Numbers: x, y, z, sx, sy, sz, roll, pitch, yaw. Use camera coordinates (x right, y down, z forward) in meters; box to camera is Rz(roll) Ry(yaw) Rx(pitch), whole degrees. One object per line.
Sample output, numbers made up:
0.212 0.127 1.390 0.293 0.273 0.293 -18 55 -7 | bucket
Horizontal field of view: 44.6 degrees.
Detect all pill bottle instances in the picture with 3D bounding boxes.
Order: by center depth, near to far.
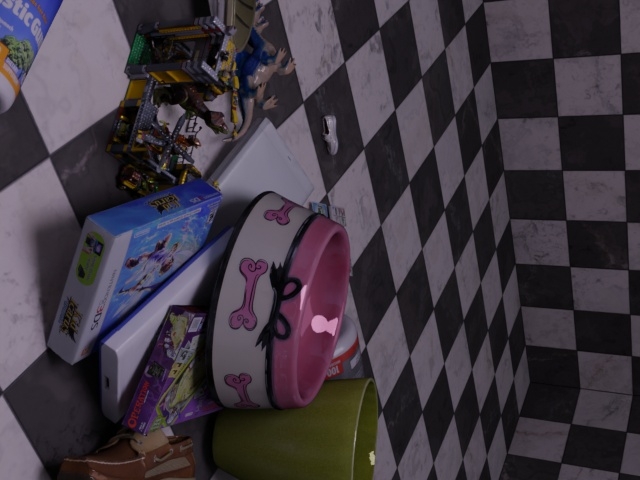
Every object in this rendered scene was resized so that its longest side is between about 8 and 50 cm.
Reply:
-0.412 -0.308 0.985 0.152 0.152 0.271 48 52 -53 | pill bottle
0.005 0.356 1.765 0.210 0.210 0.362 -45 131 -52 | pill bottle

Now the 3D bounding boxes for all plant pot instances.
-0.053 0.396 1.548 0.275 0.294 0.274 3 90 -76 | plant pot

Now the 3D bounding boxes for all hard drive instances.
-0.248 0.137 1.320 0.318 0.040 0.210 -47 161 -41 | hard drive
-0.145 -0.064 1.537 0.307 0.040 0.203 -57 130 -28 | hard drive

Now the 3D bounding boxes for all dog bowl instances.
-0.060 0.122 1.424 0.408 0.151 0.407 11 90 -76 | dog bowl

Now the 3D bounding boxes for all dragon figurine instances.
-0.148 -0.329 1.549 0.289 0.144 0.085 -65 152 -1 | dragon figurine

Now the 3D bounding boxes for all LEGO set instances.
-0.207 -0.221 1.334 0.255 0.192 0.331 50 50 -52 | LEGO set
0.000 0.000 1.926 0.244 0.060 0.182 7 74 -63 | LEGO set

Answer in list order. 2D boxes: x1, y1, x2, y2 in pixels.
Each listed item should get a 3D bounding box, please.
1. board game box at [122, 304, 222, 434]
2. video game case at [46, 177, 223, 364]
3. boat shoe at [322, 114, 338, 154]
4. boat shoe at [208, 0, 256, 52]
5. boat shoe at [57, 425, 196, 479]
-0.212 0.216 1.374 0.347 0.056 0.208 25 84 -76 | board game box
-0.285 0.042 1.230 0.269 0.061 0.244 -30 151 -58 | video game case
0.020 -0.260 1.933 0.035 0.035 0.100 -13 110 -33 | boat shoe
-0.185 -0.498 1.448 0.113 0.104 0.302 -2 93 -75 | boat shoe
-0.310 0.361 1.292 0.324 0.123 0.119 42 51 -65 | boat shoe
